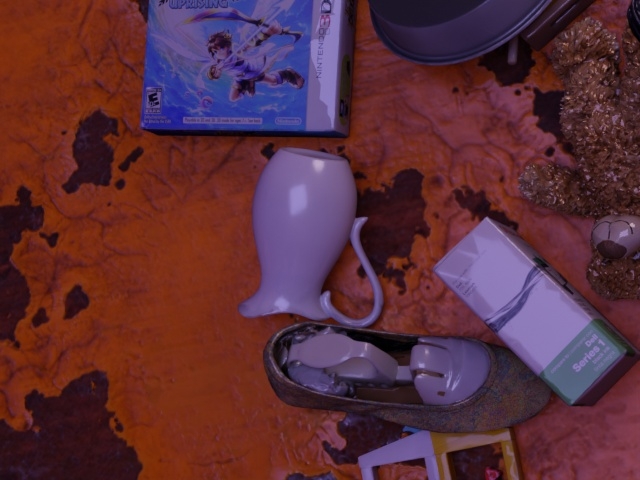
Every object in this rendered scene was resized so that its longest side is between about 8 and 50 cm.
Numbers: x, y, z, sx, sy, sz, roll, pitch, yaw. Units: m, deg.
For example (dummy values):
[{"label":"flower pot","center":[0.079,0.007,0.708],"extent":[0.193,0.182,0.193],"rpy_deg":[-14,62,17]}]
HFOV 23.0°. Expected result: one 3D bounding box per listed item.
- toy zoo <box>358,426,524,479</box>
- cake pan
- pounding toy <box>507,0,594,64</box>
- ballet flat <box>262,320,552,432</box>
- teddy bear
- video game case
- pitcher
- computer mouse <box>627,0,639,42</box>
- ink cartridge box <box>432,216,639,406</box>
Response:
[{"label":"toy zoo","center":[0.155,0.338,1.860],"extent":[0.192,0.030,0.293],"rpy_deg":[-13,81,18]},{"label":"cake pan","center":[0.166,-0.343,1.836],"extent":[0.293,0.054,0.293],"rpy_deg":[-20,54,30]},{"label":"pounding toy","center":[0.246,-0.289,1.845],"extent":[0.141,0.100,0.130],"rpy_deg":[-42,73,11]},{"label":"ballet flat","center":[0.092,0.153,1.844],"extent":[0.348,0.123,0.123],"rpy_deg":[3,86,21]},{"label":"teddy bear","center":[0.346,-0.101,1.789],"extent":[0.245,0.113,0.338],"rpy_deg":[12,89,22]},{"label":"video game case","center":[-0.091,-0.255,1.983],"extent":[0.269,0.061,0.244],"rpy_deg":[2,85,20]},{"label":"pitcher","center":[0.000,0.000,1.908],"extent":[0.178,0.125,0.207],"rpy_deg":[9,99,0]},{"label":"computer mouse","center":[0.461,-0.231,1.749],"extent":[0.262,0.060,0.184],"rpy_deg":[-20,75,-17]},{"label":"ink cartridge box","center":[0.248,0.082,1.781],"extent":[0.092,0.160,0.219],"rpy_deg":[-47,73,9]}]
